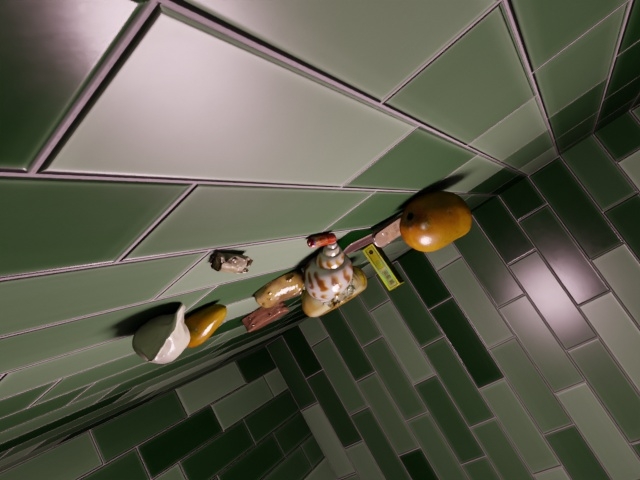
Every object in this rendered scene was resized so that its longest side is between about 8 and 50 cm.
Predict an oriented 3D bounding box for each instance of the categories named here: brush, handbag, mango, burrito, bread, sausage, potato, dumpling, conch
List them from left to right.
[{"bbox_3d":[-0.399,0.239,1.171,0.166,0.126,0.215,-55,164,-15],"label":"dumpling"},{"bbox_3d":[-0.358,0.253,1.363,0.163,0.089,0.111,-42,178,7],"label":"mango"},{"bbox_3d":[-0.201,0.051,1.015,0.055,0.041,0.149,-47,161,12],"label":"burrito"},{"bbox_3d":[-0.241,0.329,2.004,0.193,0.072,0.151,-34,168,10],"label":"handbag"},{"bbox_3d":[-0.138,0.183,1.632,0.201,0.081,0.164,-29,169,2],"label":"potato"},{"bbox_3d":[0.000,0.000,1.313,0.034,0.034,0.130,-38,166,30],"label":"sausage"},{"bbox_3d":[0.022,0.107,1.549,0.149,0.182,0.274,12,127,-32],"label":"conch"},{"bbox_3d":[0.056,0.228,2.095,0.333,0.160,0.333,-27,168,-6],"label":"bread"},{"bbox_3d":[0.324,-0.086,1.705,0.328,0.069,0.065,-33,-156,-9],"label":"brush"},{"bbox_3d":[0.422,-0.072,1.620,0.318,0.211,0.173,-11,-167,-33],"label":"mango"}]

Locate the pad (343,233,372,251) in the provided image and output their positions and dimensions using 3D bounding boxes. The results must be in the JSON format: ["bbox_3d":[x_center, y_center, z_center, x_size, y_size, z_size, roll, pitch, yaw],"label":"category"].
[{"bbox_3d":[0.193,0.000,1.868,0.266,0.002,0.176,-25,167,-27],"label":"pad"}]

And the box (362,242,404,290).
[{"bbox_3d":[0.286,0.116,2.048,0.064,0.219,0.141,-35,169,16],"label":"box"}]

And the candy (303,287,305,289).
[{"bbox_3d":[-0.069,0.191,1.908,0.262,0.073,0.077,-29,152,31],"label":"candy"}]

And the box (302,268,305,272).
[{"bbox_3d":[-0.110,0.176,1.775,0.247,0.033,0.129,-35,168,20],"label":"box"}]
